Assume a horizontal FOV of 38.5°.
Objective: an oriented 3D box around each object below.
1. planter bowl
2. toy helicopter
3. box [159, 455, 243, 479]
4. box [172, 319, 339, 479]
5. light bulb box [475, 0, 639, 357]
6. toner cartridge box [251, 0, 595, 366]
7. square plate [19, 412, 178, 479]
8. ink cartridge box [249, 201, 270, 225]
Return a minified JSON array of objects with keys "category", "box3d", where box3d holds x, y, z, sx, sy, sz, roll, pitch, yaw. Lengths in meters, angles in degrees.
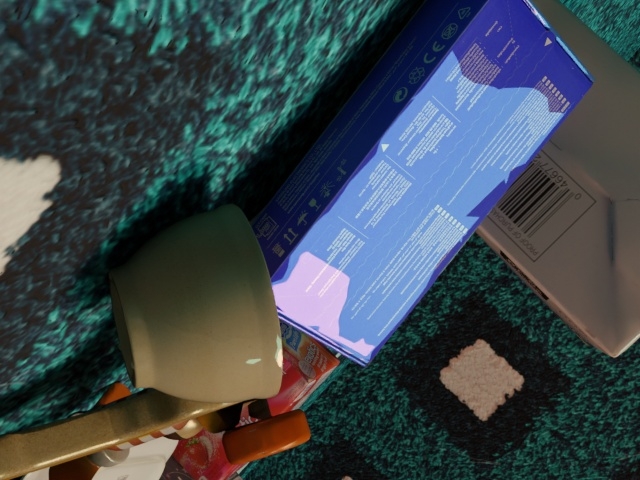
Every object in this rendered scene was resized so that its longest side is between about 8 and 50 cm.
[{"category":"planter bowl","box3d":[-0.108,0.058,0.733,0.109,0.162,0.162,-11,156,-18]},{"category":"toy helicopter","box3d":[-0.198,0.171,0.843,0.355,0.140,0.235,-8,168,-47]},{"category":"box","box3d":[-0.236,0.404,1.401,0.142,0.163,0.247,-47,169,15]},{"category":"box","box3d":[-0.109,0.237,1.370,0.257,0.122,0.128,-50,167,21]},{"category":"light bulb box","box3d":[0.277,-0.071,1.069,0.225,0.358,0.361,-45,168,5]},{"category":"toner cartridge box","box3d":[0.083,-0.063,0.839,0.165,0.075,0.348,35,96,-40]},{"category":"square plate","box3d":[-0.314,0.359,1.103,0.344,0.049,0.347,-53,165,-2]},{"category":"ink cartridge box","box3d":[0.000,0.000,1.009,0.158,0.092,0.218,-44,170,-6]}]
